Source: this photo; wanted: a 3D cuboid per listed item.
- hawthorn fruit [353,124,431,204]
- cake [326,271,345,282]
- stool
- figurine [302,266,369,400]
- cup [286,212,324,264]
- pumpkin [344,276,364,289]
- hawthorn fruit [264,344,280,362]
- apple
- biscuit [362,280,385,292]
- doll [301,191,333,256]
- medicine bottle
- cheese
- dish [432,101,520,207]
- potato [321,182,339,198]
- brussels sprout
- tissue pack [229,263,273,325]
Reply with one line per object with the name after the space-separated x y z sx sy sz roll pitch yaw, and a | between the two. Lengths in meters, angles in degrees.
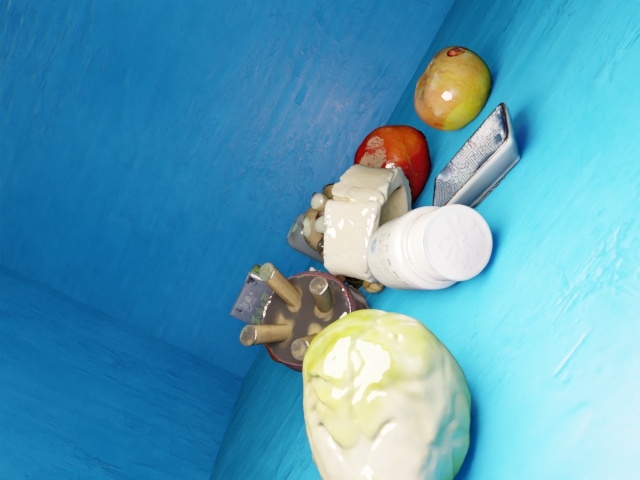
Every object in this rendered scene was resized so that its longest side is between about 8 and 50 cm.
0.236 -0.225 1.371 0.265 0.265 0.307 126 155 -56 | hawthorn fruit
0.049 0.183 1.861 0.295 0.113 0.116 -50 14 38 | cake
-0.056 0.190 1.032 0.272 0.272 0.178 -63 -30 -7 | stool
0.025 0.282 1.199 0.203 0.248 0.380 -31 42 48 | figurine
0.000 0.000 2.046 0.205 0.312 0.205 -61 8 16 | cup
0.114 0.067 1.508 0.278 0.163 0.111 -60 12 30 | pumpkin
-0.134 0.442 1.814 0.211 0.211 0.299 -65 16 -21 | hawthorn fruit
0.401 -0.461 1.256 0.261 0.194 0.260 -155 90 -84 | apple
0.181 0.101 1.280 0.118 0.061 0.183 -60 4 40 | biscuit
0.020 -0.073 1.602 0.330 0.174 0.235 134 124 -68 | doll
0.213 0.020 0.850 0.170 0.170 0.293 -64 7 -11 | medicine bottle
0.132 -0.048 1.132 0.332 0.153 0.292 -45 -46 -50 | cheese
0.348 -0.156 0.897 0.243 0.080 0.182 -54 10 43 | dish
0.146 -0.114 1.755 0.289 0.301 0.237 23 -116 -78 | potato
0.083 0.243 0.611 0.316 0.243 0.273 -122 53 -79 | brussels sprout
-0.218 0.328 2.042 0.288 0.394 0.124 -61 6 22 | tissue pack
